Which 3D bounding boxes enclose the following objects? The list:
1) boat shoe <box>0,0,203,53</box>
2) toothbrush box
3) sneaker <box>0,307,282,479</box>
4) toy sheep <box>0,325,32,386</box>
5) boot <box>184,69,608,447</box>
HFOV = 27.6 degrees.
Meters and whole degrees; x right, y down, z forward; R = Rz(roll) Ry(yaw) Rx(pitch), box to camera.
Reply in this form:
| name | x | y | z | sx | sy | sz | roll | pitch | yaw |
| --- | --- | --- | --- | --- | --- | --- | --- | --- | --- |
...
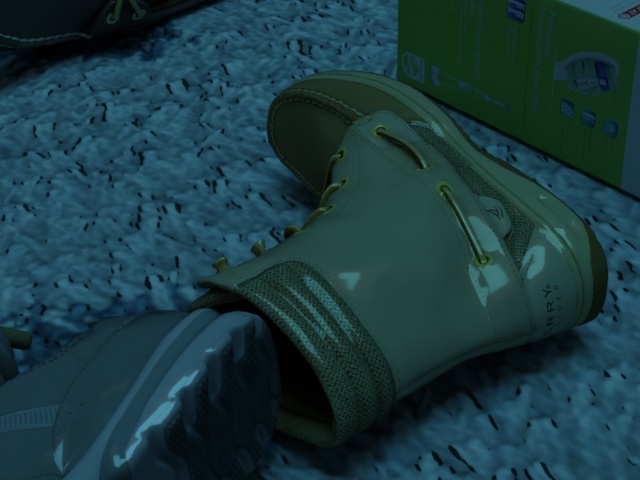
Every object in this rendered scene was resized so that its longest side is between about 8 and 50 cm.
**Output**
| name | x | y | z | sx | sy | sz | roll | pitch | yaw |
| --- | --- | --- | --- | --- | --- | --- | --- | --- | --- |
| boat shoe | -0.166 | -0.226 | 1.069 | 0.096 | 0.117 | 0.324 | 17 | 32 | 31 |
| toothbrush box | 0.221 | -0.151 | 0.930 | 0.206 | 0.122 | 0.283 | -25 | 41 | -31 |
| sneaker | -0.128 | 0.126 | 0.547 | 0.115 | 0.105 | 0.281 | 7 | 32 | 30 |
| toy sheep | -0.189 | 0.069 | 0.642 | 0.091 | 0.091 | 0.132 | -8 | 35 | -10 |
| boot | 0.000 | 0.000 | 0.733 | 0.203 | 0.095 | 0.262 | -25 | 46 | -30 |
